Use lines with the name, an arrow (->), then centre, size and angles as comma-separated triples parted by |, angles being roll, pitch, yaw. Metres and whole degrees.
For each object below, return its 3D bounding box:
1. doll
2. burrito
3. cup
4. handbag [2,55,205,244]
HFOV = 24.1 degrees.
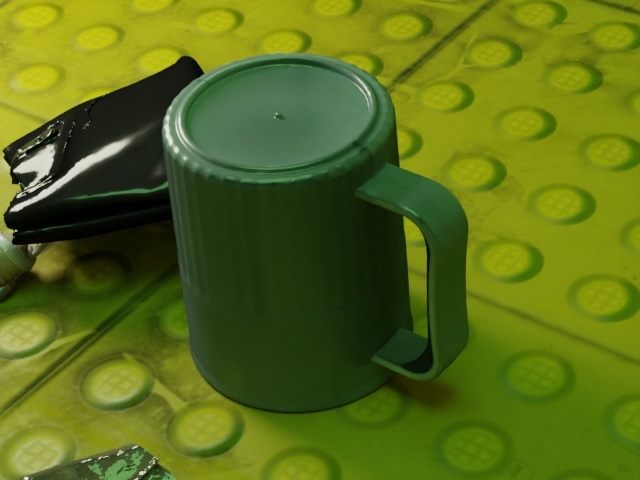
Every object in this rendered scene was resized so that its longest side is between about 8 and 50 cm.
doll -> -0.384, 0.031, 1.803 | 0.127, 0.073, 0.084 | -14, 72, -5
burrito -> -0.250, 0.260, 1.498 | 0.226, 0.060, 0.087 | -15, 45, -14
cup -> -0.020, 0.005, 1.589 | 0.257, 0.311, 0.331 | -18, 41, -15
handbag -> -0.254, -0.093, 1.861 | 0.288, 0.152, 0.342 | -16, 25, -3
